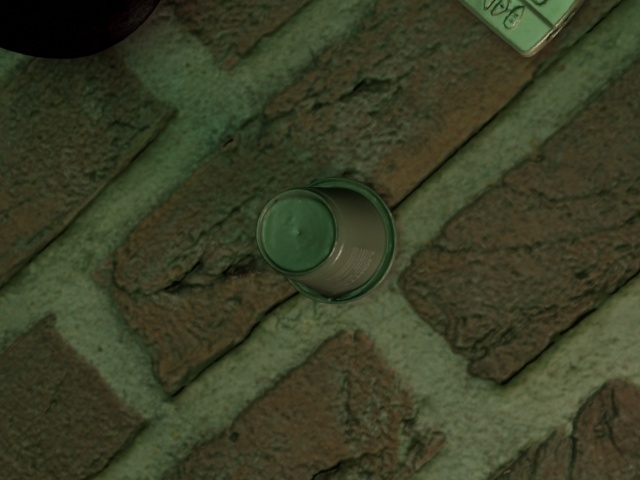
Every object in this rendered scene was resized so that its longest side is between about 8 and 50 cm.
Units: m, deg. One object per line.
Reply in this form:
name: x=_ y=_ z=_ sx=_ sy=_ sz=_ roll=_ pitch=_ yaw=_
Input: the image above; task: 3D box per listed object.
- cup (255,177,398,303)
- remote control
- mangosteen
cup: x=0.000 y=0.000 z=1.417 sx=0.120 sy=0.141 sz=0.120 roll=0 pitch=90 yaw=18
remote control: x=0.138 y=-0.270 z=1.427 sx=0.230 sy=0.049 sz=0.090 roll=45 pitch=100 yaw=12
mangosteen: x=-0.232 y=-0.312 z=1.449 sx=0.302 sy=0.275 sz=0.275 roll=-32 pitch=79 yaw=-23
